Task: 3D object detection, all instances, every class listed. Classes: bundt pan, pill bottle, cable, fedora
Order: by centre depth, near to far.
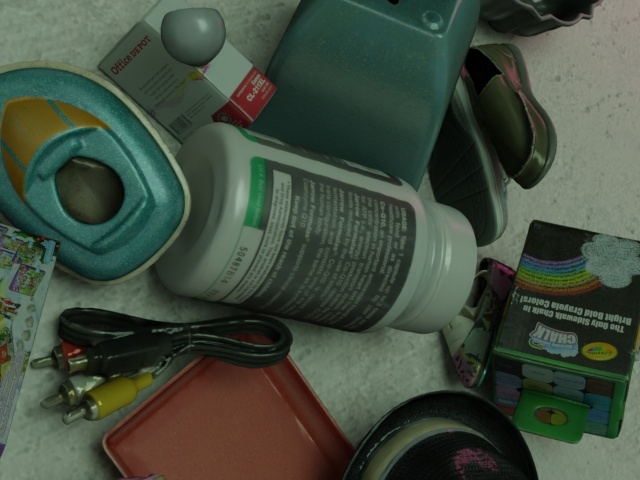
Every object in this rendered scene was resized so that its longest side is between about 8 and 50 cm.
[{"bbox_3d":[-0.177,0.124,1.153,0.287,0.072,0.139,-6,38,-35],"label":"cable"},{"bbox_3d":[0.180,0.343,1.230,0.334,0.152,0.334,-5,99,-32],"label":"fedora"},{"bbox_3d":[0.000,0.000,1.250,0.361,0.204,0.204,15,65,-31],"label":"pill bottle"},{"bbox_3d":[0.313,-0.477,1.699,0.330,0.124,0.331,14,65,-32],"label":"bundt pan"}]

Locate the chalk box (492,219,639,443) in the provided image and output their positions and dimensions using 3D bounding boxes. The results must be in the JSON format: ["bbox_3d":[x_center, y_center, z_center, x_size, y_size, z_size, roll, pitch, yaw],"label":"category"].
[{"bbox_3d":[0.339,0.149,1.415,0.179,0.180,0.289,75,32,-54],"label":"chalk box"}]

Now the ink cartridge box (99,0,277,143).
[{"bbox_3d":[-0.161,-0.199,1.254,0.175,0.127,0.072,43,53,-16],"label":"ink cartridge box"}]

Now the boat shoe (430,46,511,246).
[{"bbox_3d":[0.221,-0.147,1.521,0.103,0.118,0.320,-3,69,-32],"label":"boat shoe"}]

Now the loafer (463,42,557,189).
[{"bbox_3d":[0.250,-0.177,1.433,0.087,0.094,0.251,9,48,-27],"label":"loafer"}]

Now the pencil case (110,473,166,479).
[{"bbox_3d":[-0.173,0.420,1.005,0.167,0.160,0.386,-14,82,-51],"label":"pencil case"}]

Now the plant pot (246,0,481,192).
[{"bbox_3d":[0.075,-0.253,1.316,0.247,0.252,0.248,23,59,-1],"label":"plant pot"}]

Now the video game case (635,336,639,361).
[{"bbox_3d":[0.484,0.127,1.675,0.122,0.011,0.087,39,56,-18],"label":"video game case"}]

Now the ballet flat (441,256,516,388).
[{"bbox_3d":[0.217,0.110,1.459,0.079,0.077,0.221,31,51,-2],"label":"ballet flat"}]

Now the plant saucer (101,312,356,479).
[{"bbox_3d":[-0.095,0.256,1.190,0.258,0.047,0.259,-39,99,-38],"label":"plant saucer"}]

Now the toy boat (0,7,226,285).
[{"bbox_3d":[-0.221,-0.125,1.101,0.267,0.148,0.318,43,89,-7],"label":"toy boat"}]

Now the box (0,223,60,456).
[{"bbox_3d":[-0.364,0.072,0.946,0.200,0.057,0.293,19,32,-16],"label":"box"}]
